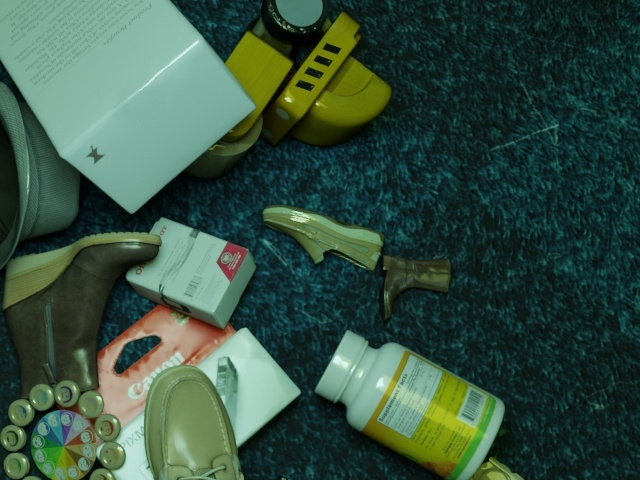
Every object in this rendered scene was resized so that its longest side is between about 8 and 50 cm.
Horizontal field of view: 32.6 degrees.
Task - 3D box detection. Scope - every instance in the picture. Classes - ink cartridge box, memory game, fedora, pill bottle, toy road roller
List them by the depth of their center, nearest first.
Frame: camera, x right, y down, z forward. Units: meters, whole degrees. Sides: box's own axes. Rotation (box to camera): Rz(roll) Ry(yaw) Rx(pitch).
[{"bbox_3d":[-0.350,0.281,1.484,0.186,0.012,0.186,0,89,14],"label":"memory game"},{"bbox_3d":[0.121,0.228,1.543,0.246,0.136,0.136,29,70,3],"label":"pill bottle"},{"bbox_3d":[-0.207,0.216,1.545,0.275,0.060,0.239,-39,82,-17],"label":"ink cartridge box"},{"bbox_3d":[-0.422,-0.094,1.556,0.124,0.243,0.275,-5,57,-39],"label":"fedora"},{"bbox_3d":[-0.186,0.046,1.579,0.150,0.063,0.109,20,69,20],"label":"ink cartridge box"},{"bbox_3d":[-0.048,-0.207,1.636,0.241,0.202,0.329,37,70,-7],"label":"toy road roller"}]

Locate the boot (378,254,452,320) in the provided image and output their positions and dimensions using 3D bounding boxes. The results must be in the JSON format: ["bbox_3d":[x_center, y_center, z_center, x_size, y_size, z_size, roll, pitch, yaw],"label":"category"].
[{"bbox_3d":[0.147,0.073,1.653,0.114,0.037,0.106,6,73,-10],"label":"boot"}]

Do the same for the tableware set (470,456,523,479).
[{"bbox_3d":[0.237,0.403,1.562,0.169,0.020,0.141,-34,79,-16],"label":"tableware set"}]

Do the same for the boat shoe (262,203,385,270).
[{"bbox_3d":[0.000,0.000,1.643,0.190,0.068,0.072,15,82,-3],"label":"boat shoe"}]

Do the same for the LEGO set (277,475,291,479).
[{"bbox_3d":[-0.002,0.475,1.381,0.192,0.255,0.331,9,64,15],"label":"LEGO set"}]

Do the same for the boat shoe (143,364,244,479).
[{"bbox_3d":[-0.147,0.331,1.431,0.122,0.110,0.341,-12,95,-21],"label":"boat shoe"}]

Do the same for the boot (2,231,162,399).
[{"bbox_3d":[-0.322,0.105,1.530,0.248,0.090,0.206,-14,80,13],"label":"boot"}]

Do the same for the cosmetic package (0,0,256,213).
[{"bbox_3d":[-0.308,-0.274,1.513,0.230,0.161,0.453,-40,52,2],"label":"cosmetic package"}]
